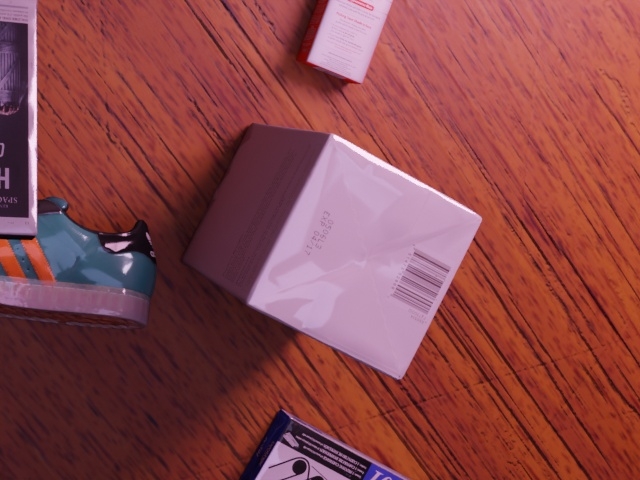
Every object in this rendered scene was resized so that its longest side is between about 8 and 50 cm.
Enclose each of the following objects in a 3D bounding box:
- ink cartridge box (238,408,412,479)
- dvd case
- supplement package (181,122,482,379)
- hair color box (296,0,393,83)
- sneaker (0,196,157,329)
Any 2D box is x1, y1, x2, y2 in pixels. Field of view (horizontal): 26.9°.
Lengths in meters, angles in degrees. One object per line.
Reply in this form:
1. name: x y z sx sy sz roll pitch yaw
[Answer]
1. ink cartridge box: 0.021 0.283 1.522 0.207 0.046 0.097 31 88 -19
2. dvd case: -0.356 -0.121 1.252 0.179 0.029 0.238 2 77 -24
3. supplement package: 0.000 0.000 1.346 0.175 0.293 0.177 27 89 -19
4. hair color box: 0.033 -0.249 1.455 0.072 0.043 0.141 20 92 -19
5. sneaker: -0.317 0.012 1.355 0.302 0.108 0.121 10 75 -13
